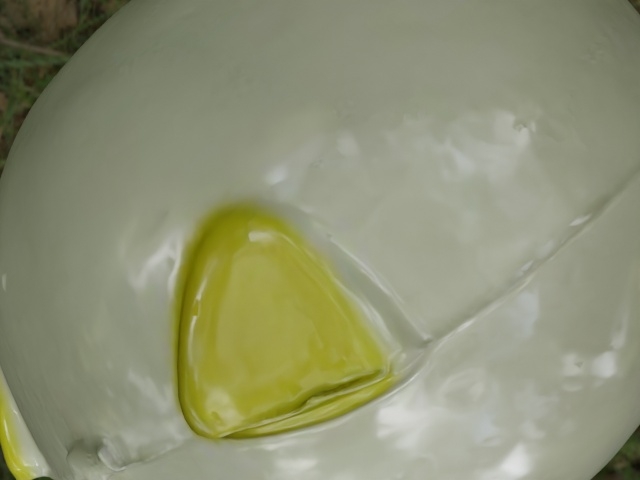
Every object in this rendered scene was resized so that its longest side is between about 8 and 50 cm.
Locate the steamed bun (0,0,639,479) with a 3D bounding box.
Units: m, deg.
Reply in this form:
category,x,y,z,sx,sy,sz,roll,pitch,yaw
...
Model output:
category,x,y,z,sx,sy,sz,roll,pitch,yaw
steamed bun,0.004,0.006,0.626,0.334,0.334,0.374,27,150,-24
